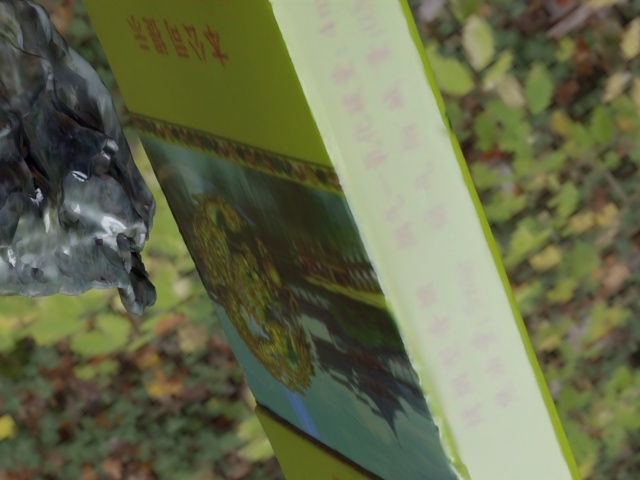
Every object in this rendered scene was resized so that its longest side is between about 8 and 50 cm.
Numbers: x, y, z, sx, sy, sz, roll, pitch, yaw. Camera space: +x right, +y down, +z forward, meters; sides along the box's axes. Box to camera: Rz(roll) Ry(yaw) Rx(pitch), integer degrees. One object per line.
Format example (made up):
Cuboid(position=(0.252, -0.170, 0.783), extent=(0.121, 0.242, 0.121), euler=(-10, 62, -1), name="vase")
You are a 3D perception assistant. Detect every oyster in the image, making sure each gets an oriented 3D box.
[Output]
Cuboid(position=(-0.110, -0.041, 0.347), extent=(0.087, 0.199, 0.252), euler=(-58, 141, -3), name="oyster")

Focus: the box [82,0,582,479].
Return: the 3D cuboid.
Cuboid(position=(0.000, 0.000, 0.586), extent=(0.047, 0.335, 0.187), euler=(-29, -160, -19), name="box")
